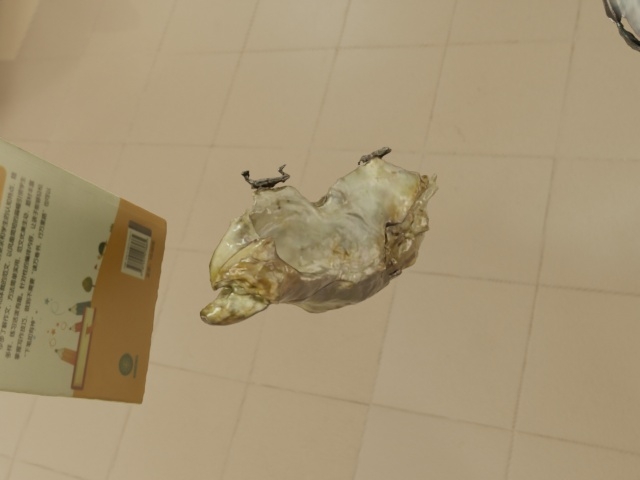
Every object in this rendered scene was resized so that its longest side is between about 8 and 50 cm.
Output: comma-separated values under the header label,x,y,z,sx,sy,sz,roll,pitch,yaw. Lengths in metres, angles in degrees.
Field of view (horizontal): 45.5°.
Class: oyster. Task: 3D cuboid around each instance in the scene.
label,x,y,z,sx,sy,sz,roll,pitch,yaw
oyster,0.006,-0.003,0.780,0.133,0.337,0.197,50,118,19

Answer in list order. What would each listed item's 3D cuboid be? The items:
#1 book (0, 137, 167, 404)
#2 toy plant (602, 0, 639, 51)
label,x,y,z,sx,sy,sz,roll,pitch,yaw
book,-0.241,0.039,0.705,0.020,0.295,0.207,0,75,23
toy plant,0.406,-0.257,0.565,0.332,0.247,0.247,-7,62,-10
